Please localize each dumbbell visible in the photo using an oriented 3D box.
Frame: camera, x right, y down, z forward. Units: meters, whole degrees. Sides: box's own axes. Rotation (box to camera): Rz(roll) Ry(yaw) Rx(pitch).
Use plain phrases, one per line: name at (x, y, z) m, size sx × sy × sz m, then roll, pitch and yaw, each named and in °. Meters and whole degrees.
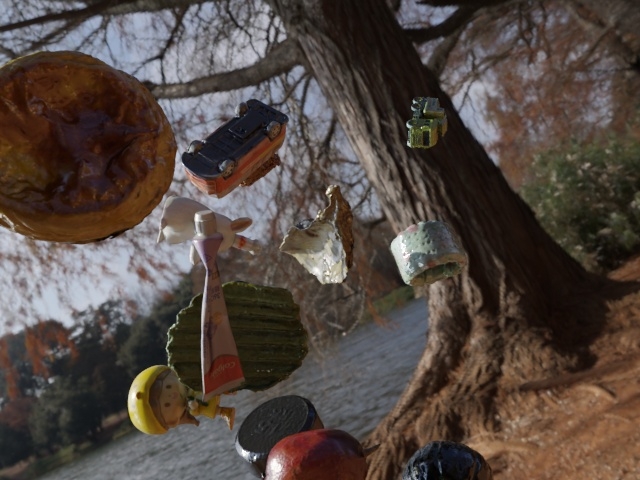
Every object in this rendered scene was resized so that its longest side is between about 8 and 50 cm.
dumbbell at (-0.048, 0.551, 1.446) m, size 0.203 × 0.322 × 0.204 m, roll -20°, pitch 24°, yaw 9°

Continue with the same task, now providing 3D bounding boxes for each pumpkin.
pumpkin at (0.295, 0.572, 1.397) m, size 0.220 × 0.220 × 0.162 m, roll -29°, pitch 12°, yaw 20°

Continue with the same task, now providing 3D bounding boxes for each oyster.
oyster at (0.021, 0.014, 1.611) m, size 0.111 × 0.204 × 0.396 m, roll -38°, pitch -5°, yaw -30°

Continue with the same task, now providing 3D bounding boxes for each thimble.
thimble at (0.328, 0.038, 1.798) m, size 0.211 × 0.149 × 0.185 m, roll -3°, pitch -29°, yaw -27°

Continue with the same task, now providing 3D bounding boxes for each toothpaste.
toothpaste at (-0.165, 0.102, 0.946) m, size 0.048 × 0.301 × 0.075 m, roll 3°, pitch 16°, yaw 24°

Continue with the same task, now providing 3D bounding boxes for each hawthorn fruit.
hawthorn fruit at (0.005, 0.457, 1.169) m, size 0.251 × 0.189 × 0.189 m, roll -20°, pitch -9°, yaw 1°

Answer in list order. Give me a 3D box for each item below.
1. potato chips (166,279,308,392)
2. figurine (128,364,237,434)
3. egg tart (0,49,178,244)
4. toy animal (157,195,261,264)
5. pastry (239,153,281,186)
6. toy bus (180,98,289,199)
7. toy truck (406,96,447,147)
potato chips at (-0.248, 0.291, 1.812) m, size 0.429 × 0.358 × 0.070 m, roll 0°, pitch 14°, yaw -3°
figurine at (-0.436, 0.508, 1.914) m, size 0.343 × 0.215 × 0.187 m, roll 2°, pitch -30°, yaw 6°
egg tart at (-0.531, -0.189, 1.295) m, size 0.443 × 0.443 × 0.178 m, roll -21°, pitch -8°, yaw -25°
toy animal at (-0.296, -0.017, 1.603) m, size 0.140 × 0.282 × 0.138 m, roll 117°, pitch 176°, yaw -55°
pastry at (-0.203, -0.239, 1.954) m, size 0.169 × 0.087 × 0.063 m, roll -41°, pitch -38°, yaw -18°
toy bus at (-0.126, -0.132, 0.897) m, size 0.174 × 0.079 × 0.077 m, roll -47°, pitch -21°, yaw -29°
toy truck at (0.335, -0.367, 1.870) m, size 0.116 × 0.191 × 0.085 m, roll 5°, pitch -44°, yaw 15°
